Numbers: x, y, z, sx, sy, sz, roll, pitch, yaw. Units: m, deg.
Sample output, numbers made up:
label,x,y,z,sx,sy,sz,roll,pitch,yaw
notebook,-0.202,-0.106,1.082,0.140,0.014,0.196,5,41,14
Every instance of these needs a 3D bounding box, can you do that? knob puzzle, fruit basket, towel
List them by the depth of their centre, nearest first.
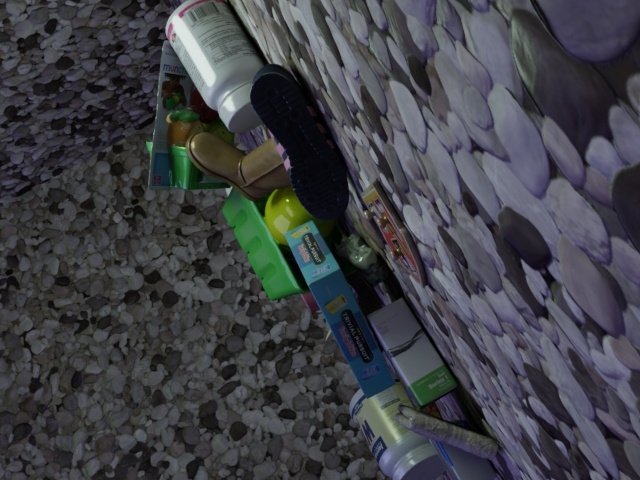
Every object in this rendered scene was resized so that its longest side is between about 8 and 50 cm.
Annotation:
label,x,y,z,sx,sy,sz,roll,pitch,yaw
knob puzzle,0.121,-0.001,1.231,0.213,0.030,0.213,59,175,8
towel,0.258,0.407,1.552,0.187,0.049,0.282,18,171,4
fruit basket,-0.295,-0.301,1.829,0.165,0.353,0.327,19,-167,26
fruit basket,-0.054,-0.056,1.856,0.392,0.283,0.392,14,112,37

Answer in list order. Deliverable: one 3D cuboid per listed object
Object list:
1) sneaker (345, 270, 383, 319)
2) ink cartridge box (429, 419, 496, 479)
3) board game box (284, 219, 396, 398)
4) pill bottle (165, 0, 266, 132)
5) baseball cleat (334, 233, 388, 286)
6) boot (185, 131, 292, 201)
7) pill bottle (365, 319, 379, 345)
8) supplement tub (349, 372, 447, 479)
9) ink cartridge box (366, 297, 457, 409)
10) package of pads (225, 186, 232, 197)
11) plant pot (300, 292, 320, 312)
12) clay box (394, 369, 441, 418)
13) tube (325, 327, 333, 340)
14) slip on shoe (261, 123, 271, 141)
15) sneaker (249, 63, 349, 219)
label,x,y,z,sx,sy,sz,roll,pitch,yaw
sneaker,0.124,0.153,2.034,0.192,0.064,0.086,59,-177,17
ink cartridge box,0.342,0.523,1.776,0.148,0.086,0.203,59,176,12
board game box,0.044,0.152,1.641,0.336,0.079,0.254,64,178,-29
pill bottle,-0.216,-0.394,1.629,0.283,0.160,0.160,59,176,13
baseball cleat,0.092,0.050,1.630,0.109,0.072,0.206,54,-179,-15
boot,-0.143,-0.191,1.586,0.236,0.089,0.269,32,155,-24
pill bottle,0.138,0.278,2.208,0.130,0.130,0.246,58,175,19
supplement tub,0.262,0.627,2.383,0.325,0.235,0.235,56,174,40
ink cartridge box,0.196,0.247,1.574,0.219,0.092,0.160,59,177,17
package of pads,-0.150,-0.114,2.258,0.296,0.229,0.101,56,174,45
plant pot,0.016,0.127,2.268,0.201,0.180,0.201,60,175,9
clay box,0.280,0.440,2.147,0.222,0.053,0.127,62,175,-30
tube,0.079,0.237,2.285,0.240,0.062,0.070,-37,-63,-62
slip on shoe,-0.148,-0.333,2.058,0.041,0.051,0.135,11,138,27
sneaker,-0.030,-0.191,1.375,0.131,0.112,0.319,-94,-18,-60
